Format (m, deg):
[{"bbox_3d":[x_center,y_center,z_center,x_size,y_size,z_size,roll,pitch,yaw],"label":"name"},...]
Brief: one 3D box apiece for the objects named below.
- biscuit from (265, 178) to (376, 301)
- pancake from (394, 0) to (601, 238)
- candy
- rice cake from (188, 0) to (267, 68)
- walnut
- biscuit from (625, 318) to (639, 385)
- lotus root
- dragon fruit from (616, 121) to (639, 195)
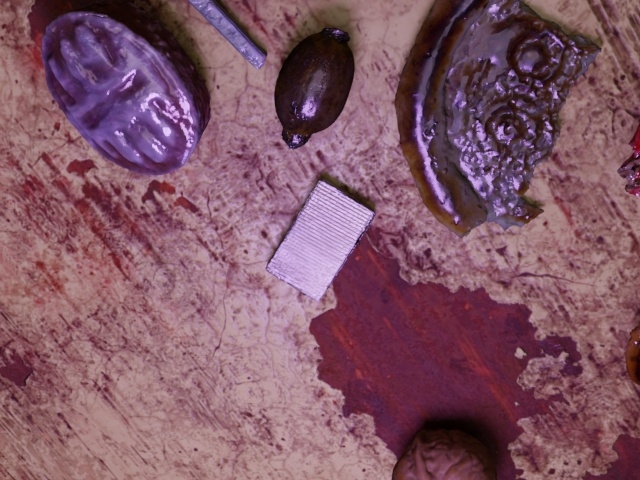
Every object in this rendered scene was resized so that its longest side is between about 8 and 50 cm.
[{"bbox_3d":[0.000,0.000,1.321,0.121,0.040,0.199,32,107,-4],"label":"biscuit"},{"bbox_3d":[0.270,-0.203,1.218,0.304,0.067,0.427,14,107,-2],"label":"pancake"},{"bbox_3d":[-0.307,-0.247,1.201,0.214,0.157,0.290,-28,112,27],"label":"candy"},{"bbox_3d":[-0.166,-0.363,1.214,0.207,0.033,0.033,44,105,-10],"label":"rice cake"},{"bbox_3d":[0.227,0.444,1.364,0.213,0.213,0.213,1,109,4],"label":"walnut"},{"bbox_3d":[0.701,0.187,1.285,0.333,0.081,0.290,5,127,7],"label":"biscuit"},{"bbox_3d":[-0.013,-0.244,1.203,0.120,0.120,0.210,22,108,-3],"label":"lotus root"},{"bbox_3d":[0.584,-0.164,1.139,0.268,0.210,0.205,-31,72,16],"label":"dragon fruit"}]
